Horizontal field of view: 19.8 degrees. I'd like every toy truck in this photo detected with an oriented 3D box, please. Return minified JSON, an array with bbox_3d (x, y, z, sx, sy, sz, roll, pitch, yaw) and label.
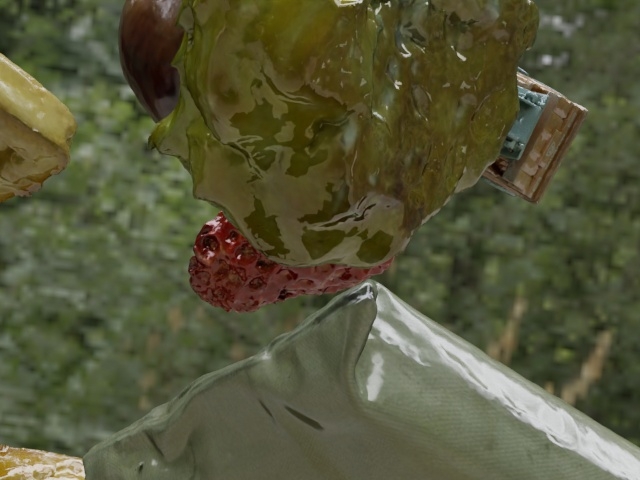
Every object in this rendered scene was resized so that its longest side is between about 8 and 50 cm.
[{"bbox_3d":[0.111,-0.179,2.035,0.338,0.133,0.184,30,3,23],"label":"toy truck"}]

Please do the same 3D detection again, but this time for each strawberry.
[{"bbox_3d":[0.000,0.000,1.678,0.111,0.236,0.190,44,-19,33],"label":"strawberry"}]

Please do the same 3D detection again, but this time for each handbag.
[{"bbox_3d":[0.058,0.145,0.979,0.316,0.109,0.253,31,-41,-27],"label":"handbag"}]

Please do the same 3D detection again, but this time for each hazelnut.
[{"bbox_3d":[-0.069,-0.146,1.408,0.170,0.160,0.202,48,2,-37],"label":"hazelnut"}]

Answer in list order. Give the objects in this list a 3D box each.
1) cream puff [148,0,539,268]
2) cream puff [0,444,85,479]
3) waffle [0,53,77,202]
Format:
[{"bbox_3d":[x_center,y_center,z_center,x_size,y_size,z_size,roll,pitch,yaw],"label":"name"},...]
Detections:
[{"bbox_3d":[-0.003,-0.127,1.048,0.185,0.282,0.282,17,4,36],"label":"cream puff"},{"bbox_3d":[-0.258,0.334,1.766,0.327,0.231,0.343,20,-21,-37],"label":"cream puff"},{"bbox_3d":[-0.322,-0.120,1.343,0.274,0.057,0.168,39,-42,-23],"label":"waffle"}]
